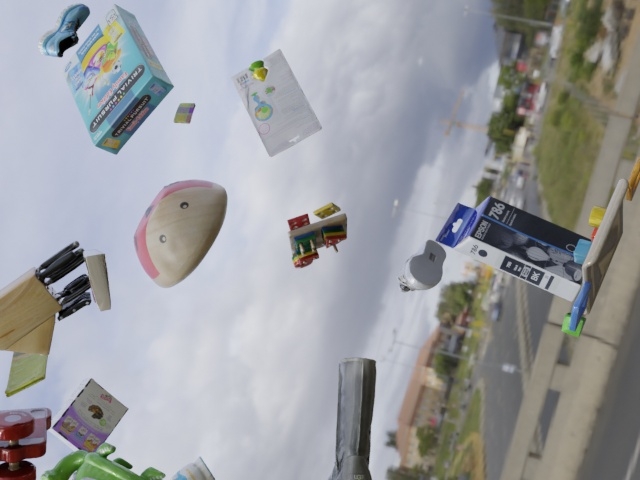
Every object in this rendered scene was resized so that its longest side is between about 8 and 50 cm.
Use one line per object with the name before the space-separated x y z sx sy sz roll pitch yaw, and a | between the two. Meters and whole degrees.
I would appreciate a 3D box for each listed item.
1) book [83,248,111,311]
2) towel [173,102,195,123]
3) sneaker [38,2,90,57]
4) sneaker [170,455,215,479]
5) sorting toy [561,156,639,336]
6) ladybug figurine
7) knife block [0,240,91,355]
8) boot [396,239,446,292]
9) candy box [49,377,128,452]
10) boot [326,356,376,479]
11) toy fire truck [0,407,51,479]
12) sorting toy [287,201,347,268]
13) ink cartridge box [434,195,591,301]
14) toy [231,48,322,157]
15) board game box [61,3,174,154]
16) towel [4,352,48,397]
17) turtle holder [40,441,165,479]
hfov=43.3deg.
book | -0.387 0.067 1.393 0.144 0.035 0.096 -171 71 -70
towel | -0.441 -0.412 2.611 0.009 0.060 0.083 75 -159 -57
sneaker | -0.599 -0.496 1.932 0.162 0.073 0.063 -59 -18 -18
sneaker | -0.300 0.558 1.815 0.092 0.087 0.228 -29 -24 -26
sorting toy | 0.479 0.009 1.395 0.347 0.047 0.196 -59 -27 -21
ladybug figurine | -0.374 -0.034 2.083 0.305 0.162 0.449 -61 15 -10
knife block | -0.616 0.109 1.685 0.088 0.276 0.242 -153 73 -70
boot | 0.244 0.094 2.043 0.123 0.095 0.258 -53 -6 26
candy box | -0.732 0.560 2.537 0.070 0.165 0.196 -19 31 52
boot | 0.043 0.289 1.227 0.189 0.076 0.208 134 133 -66
toy fire truck | -0.818 0.488 1.973 0.254 0.302 0.169 -145 55 -69
sorting toy | 0.000 0.000 1.764 0.274 0.132 0.046 87 164 -69
ink cartridge box | 0.443 0.003 1.828 0.165 0.333 0.065 -55 -18 -42
toy | -0.099 -0.314 1.871 0.237 0.137 0.056 63 -173 17
board game box | -0.553 -0.437 2.165 0.254 0.336 0.079 -45 -36 18
towel | -0.705 0.289 1.946 0.021 0.102 0.237 64 177 -26
turtle holder | -0.552 0.653 2.048 0.227 0.320 0.243 -61 10 -25
